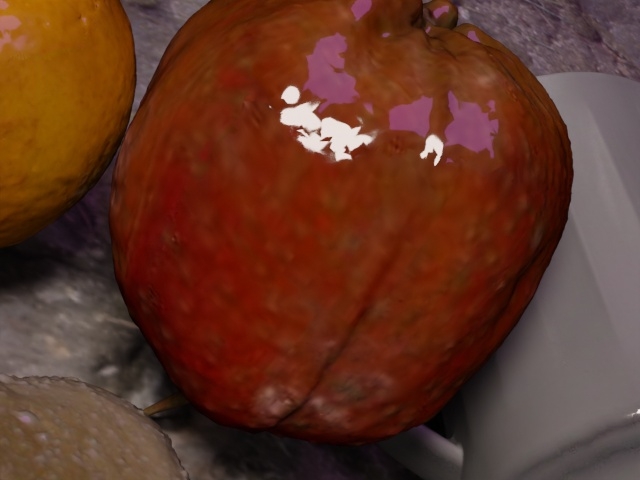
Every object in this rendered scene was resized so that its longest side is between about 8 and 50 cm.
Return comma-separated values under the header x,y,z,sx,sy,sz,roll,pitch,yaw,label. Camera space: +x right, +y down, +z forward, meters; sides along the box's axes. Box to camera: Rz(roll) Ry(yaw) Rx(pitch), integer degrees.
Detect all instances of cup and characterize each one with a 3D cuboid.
x,y,z,sx,sy,sz,roll,pitch,yaw,label
0.148,0.077,0.833,0.323,0.237,0.327,-2,46,-6,cup

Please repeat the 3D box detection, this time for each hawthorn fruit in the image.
x,y,z,sx,sy,sz,roll,pitch,yaw,label
0.013,-0.019,0.687,0.258,0.258,0.262,-1,94,-44,hawthorn fruit

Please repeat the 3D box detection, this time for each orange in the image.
x,y,z,sx,sy,sz,roll,pitch,yaw,label
-0.211,-0.090,0.676,0.219,0.193,0.219,17,16,-5,orange

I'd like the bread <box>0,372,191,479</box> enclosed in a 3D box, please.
x,y,z,sx,sy,sz,roll,pitch,yaw,label
-0.105,0.162,0.573,0.337,0.102,0.183,44,30,12,bread
